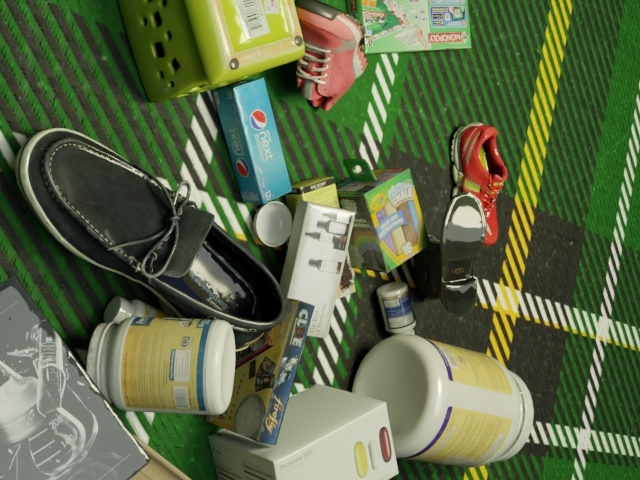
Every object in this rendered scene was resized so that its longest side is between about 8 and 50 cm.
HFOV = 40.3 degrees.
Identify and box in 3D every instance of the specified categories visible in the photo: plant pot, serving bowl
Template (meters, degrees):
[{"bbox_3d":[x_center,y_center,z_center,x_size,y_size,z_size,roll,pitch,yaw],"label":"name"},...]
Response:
[{"bbox_3d":[-0.166,-0.361,1.405,0.227,0.207,0.228,-26,110,-36],"label":"plant pot"},{"bbox_3d":[-0.091,-0.031,1.602,0.083,0.027,0.083,-3,95,-39],"label":"serving bowl"}]

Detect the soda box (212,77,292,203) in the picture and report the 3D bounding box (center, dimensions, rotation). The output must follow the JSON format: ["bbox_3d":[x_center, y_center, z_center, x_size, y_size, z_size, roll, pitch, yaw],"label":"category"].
[{"bbox_3d":[-0.119,-0.175,1.541,0.071,0.067,0.210,-27,112,-36],"label":"soda box"}]

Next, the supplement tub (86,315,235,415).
[{"bbox_3d":[-0.238,0.189,1.324,0.199,0.144,0.144,2,92,4],"label":"supplement tub"}]

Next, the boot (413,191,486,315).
[{"bbox_3d":[0.244,0.019,1.766,0.091,0.229,0.263,2,101,-13],"label":"boot"}]

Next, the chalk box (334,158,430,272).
[{"bbox_3d":[0.102,-0.063,1.694,0.132,0.132,0.213,-29,112,-34],"label":"chalk box"}]

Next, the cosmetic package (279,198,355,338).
[{"bbox_3d":[-0.014,0.052,1.589,0.098,0.060,0.239,11,95,-20],"label":"cosmetic package"}]

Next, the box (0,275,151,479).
[{"bbox_3d":[-0.465,0.273,1.145,0.343,0.179,0.312,-39,100,-25],"label":"box"}]

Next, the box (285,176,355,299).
[{"bbox_3d":[0.000,0.000,1.660,0.087,0.058,0.232,-22,106,-36],"label":"box"}]

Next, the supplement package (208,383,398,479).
[{"bbox_3d":[-0.029,0.384,1.565,0.261,0.204,0.145,-20,105,-37],"label":"supplement package"}]

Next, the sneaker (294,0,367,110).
[{"bbox_3d":[0.008,-0.316,1.540,0.136,0.116,0.314,-62,165,-5],"label":"sneaker"}]

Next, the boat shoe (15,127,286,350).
[{"bbox_3d":[-0.246,-0.003,1.365,0.500,0.156,0.187,43,53,-25],"label":"boat shoe"}]

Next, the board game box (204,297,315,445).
[{"bbox_3d":[-0.107,0.216,1.516,0.042,0.165,0.243,24,78,-38],"label":"board game box"}]

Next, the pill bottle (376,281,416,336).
[{"bbox_3d":[0.159,0.151,1.796,0.067,0.067,0.120,-25,109,-36],"label":"pill bottle"}]

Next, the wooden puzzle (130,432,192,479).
[{"bbox_3d":[-0.328,0.459,1.430,0.221,0.044,0.239,48,69,-30],"label":"wooden puzzle"}]

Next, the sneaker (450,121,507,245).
[{"bbox_3d":[0.356,-0.118,1.909,0.107,0.118,0.279,-20,105,-37],"label":"sneaker"}]

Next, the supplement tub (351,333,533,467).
[{"bbox_3d":[0.253,0.333,1.773,0.331,0.241,0.241,19,80,-39],"label":"supplement tub"}]

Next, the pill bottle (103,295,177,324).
[{"bbox_3d":[-0.292,0.134,1.422,0.116,0.065,0.065,32,73,-36],"label":"pill bottle"}]

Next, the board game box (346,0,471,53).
[{"bbox_3d":[0.184,-0.495,1.790,0.317,0.046,0.214,-12,101,-39],"label":"board game box"}]
